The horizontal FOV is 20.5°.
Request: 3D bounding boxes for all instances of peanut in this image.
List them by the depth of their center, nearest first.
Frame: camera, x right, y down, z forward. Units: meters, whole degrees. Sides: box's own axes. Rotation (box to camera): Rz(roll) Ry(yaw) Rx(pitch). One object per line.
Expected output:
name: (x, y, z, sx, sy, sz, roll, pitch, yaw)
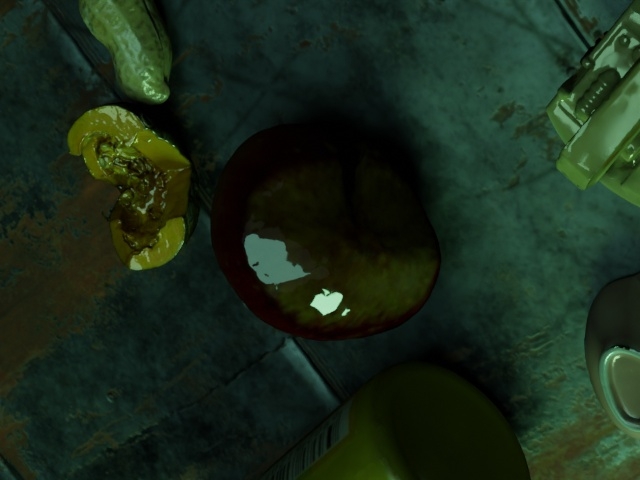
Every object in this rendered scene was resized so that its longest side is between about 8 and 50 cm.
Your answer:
peanut: (-0.208, -0.225, 1.885, 0.080, 0.080, 0.174, -10, 110, 31)

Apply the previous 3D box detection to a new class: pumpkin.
pumpkin: (-0.192, -0.069, 1.932, 0.119, 0.108, 0.183, -15, 100, 29)

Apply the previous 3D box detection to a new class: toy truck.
toy truck: (0.362, -0.193, 1.499, 0.180, 0.254, 0.405, 46, 123, 7)

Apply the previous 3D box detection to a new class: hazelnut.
hazelnut: (0.000, 0.000, 1.816, 0.251, 0.217, 0.217, 31, 128, -18)

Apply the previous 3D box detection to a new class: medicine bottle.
medicine bottle: (0.032, 0.318, 1.929, 0.224, 0.224, 0.384, 46, 125, 1)

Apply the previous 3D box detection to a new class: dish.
dish: (0.352, 0.129, 1.750, 0.213, 0.090, 0.213, 12, 119, 23)
